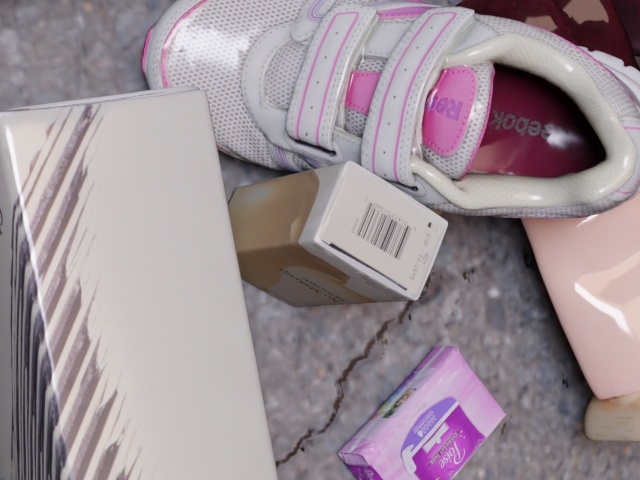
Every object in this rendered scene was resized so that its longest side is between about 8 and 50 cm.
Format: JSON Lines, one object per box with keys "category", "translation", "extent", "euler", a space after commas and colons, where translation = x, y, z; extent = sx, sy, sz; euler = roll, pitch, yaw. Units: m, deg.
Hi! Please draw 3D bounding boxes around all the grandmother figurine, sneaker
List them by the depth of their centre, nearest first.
{"category": "sneaker", "translation": [0.040, -0.069, 0.615], "extent": [0.252, 0.111, 0.103], "euler": [9, 97, 2]}
{"category": "grandmother figurine", "translation": [0.127, -0.069, 0.718], "extent": [0.208, 0.104, 0.342], "euler": [-22, 93, -24]}

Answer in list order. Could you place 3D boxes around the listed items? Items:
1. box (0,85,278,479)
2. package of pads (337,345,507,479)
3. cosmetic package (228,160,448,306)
{"category": "box", "translation": [-0.083, 0.082, 0.573], "extent": [0.094, 0.113, 0.275], "euler": [-11, 89, -29]}
{"category": "package of pads", "translation": [0.054, 0.099, 0.692], "extent": [0.083, 0.032, 0.050], "euler": [-45, 105, -26]}
{"category": "cosmetic package", "translation": [0.000, 0.000, 0.625], "extent": [0.060, 0.115, 0.041], "euler": [30, 73, -22]}
